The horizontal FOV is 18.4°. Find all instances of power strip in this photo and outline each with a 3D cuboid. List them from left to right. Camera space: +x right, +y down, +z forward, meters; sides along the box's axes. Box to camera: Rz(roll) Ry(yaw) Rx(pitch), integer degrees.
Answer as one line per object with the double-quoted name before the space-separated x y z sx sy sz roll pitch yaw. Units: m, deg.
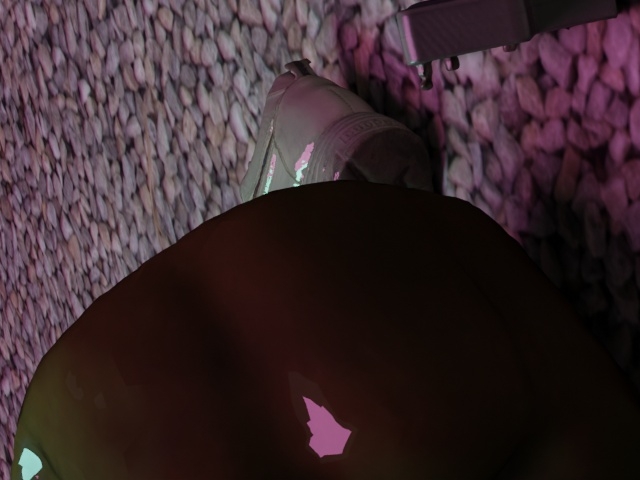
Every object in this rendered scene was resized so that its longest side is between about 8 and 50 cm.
"power strip" 0.138 -0.156 1.399 0.216 0.145 0.061 -46 -57 -77

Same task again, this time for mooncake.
"mooncake" 0.008 0.183 1.510 0.262 0.467 0.467 58 151 35

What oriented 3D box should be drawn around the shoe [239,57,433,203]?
"shoe" 0.000 0.000 1.808 0.210 0.132 0.342 52 144 46
